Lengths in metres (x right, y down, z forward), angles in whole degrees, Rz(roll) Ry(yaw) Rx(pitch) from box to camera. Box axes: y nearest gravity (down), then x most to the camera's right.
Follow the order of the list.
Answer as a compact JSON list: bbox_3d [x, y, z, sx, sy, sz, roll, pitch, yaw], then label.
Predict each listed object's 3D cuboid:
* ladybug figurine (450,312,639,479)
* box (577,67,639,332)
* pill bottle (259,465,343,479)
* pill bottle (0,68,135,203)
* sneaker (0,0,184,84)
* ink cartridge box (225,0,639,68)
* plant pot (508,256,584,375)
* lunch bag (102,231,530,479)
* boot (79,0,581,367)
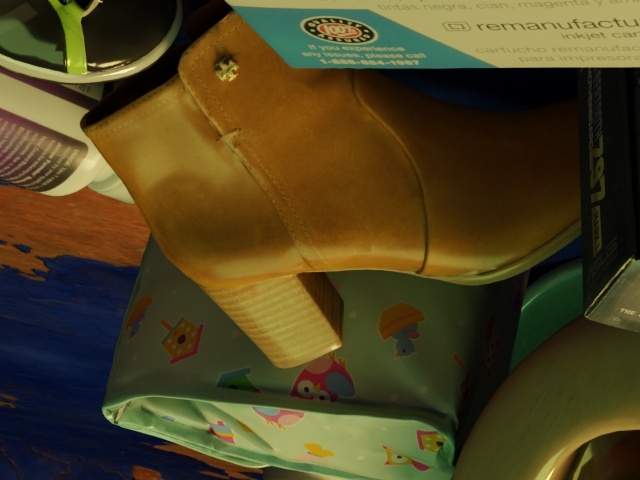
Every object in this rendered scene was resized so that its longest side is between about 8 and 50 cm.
[{"bbox_3d":[0.231,0.184,1.027,0.305,0.162,0.449,32,132,14],"label":"ladybug figurine"},{"bbox_3d":[0.242,-0.024,0.847,0.232,0.183,0.059,15,142,-12],"label":"box"},{"bbox_3d":[-0.004,0.156,1.578,0.117,0.208,0.117,10,164,3],"label":"pill bottle"},{"bbox_3d":[-0.180,-0.090,1.030,0.193,0.108,0.108,23,160,-35],"label":"pill bottle"},{"bbox_3d":[-0.171,-0.147,0.873,0.234,0.084,0.097,17,161,-23],"label":"sneaker"},{"bbox_3d":[0.029,-0.173,0.506,0.171,0.168,0.232,3,162,27],"label":"ink cartridge box"},{"bbox_3d":[0.334,0.202,1.378,0.334,0.341,0.341,10,166,-30],"label":"plant pot"},{"bbox_3d":[-0.005,0.039,1.153,0.262,0.223,0.160,5,156,20],"label":"lunch bag"},{"bbox_3d":[0.031,-0.068,0.971,0.295,0.104,0.211,-29,116,10],"label":"boot"}]
